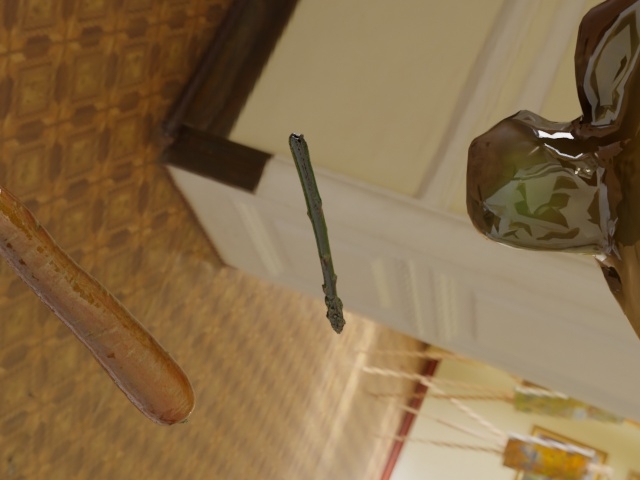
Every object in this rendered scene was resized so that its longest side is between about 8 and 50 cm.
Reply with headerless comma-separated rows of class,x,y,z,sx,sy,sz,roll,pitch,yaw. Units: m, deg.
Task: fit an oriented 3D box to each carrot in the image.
carrot,-0.158,0.043,0.654,0.248,0.043,0.043,55,51,-33

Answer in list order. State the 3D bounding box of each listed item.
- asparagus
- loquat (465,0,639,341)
asparagus,0.000,0.000,0.644,0.013,0.016,0.166,-40,134,-32
loquat,0.237,-0.031,0.382,0.328,0.359,0.329,-4,90,-83
